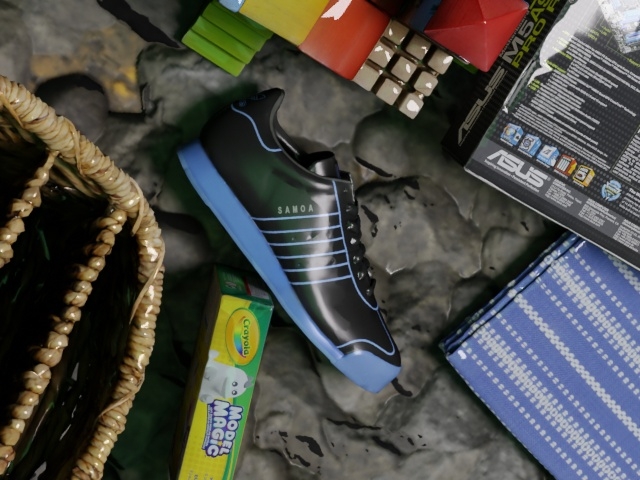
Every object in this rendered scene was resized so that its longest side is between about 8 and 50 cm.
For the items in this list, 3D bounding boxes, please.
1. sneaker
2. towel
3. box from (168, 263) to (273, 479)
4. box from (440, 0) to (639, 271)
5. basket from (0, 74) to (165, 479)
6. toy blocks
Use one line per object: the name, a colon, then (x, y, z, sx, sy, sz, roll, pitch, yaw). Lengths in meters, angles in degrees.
sneaker: (0.000, 0.000, 1.261, 0.090, 0.081, 0.232, -36, 103, 8)
towel: (0.284, 0.049, 1.334, 0.336, 0.040, 0.243, -43, 106, 5)
box: (-0.075, 0.115, 1.264, 0.043, 0.105, 0.179, 14, 100, -9)
box: (0.251, -0.086, 1.228, 0.270, 0.060, 0.216, 28, 99, -20)
basket: (-0.213, 0.080, 1.130, 0.213, 0.223, 0.299, 31, 71, -17)
toy blocks: (-0.033, -0.195, 1.124, 0.381, 0.261, 0.190, 32, 96, -12)
